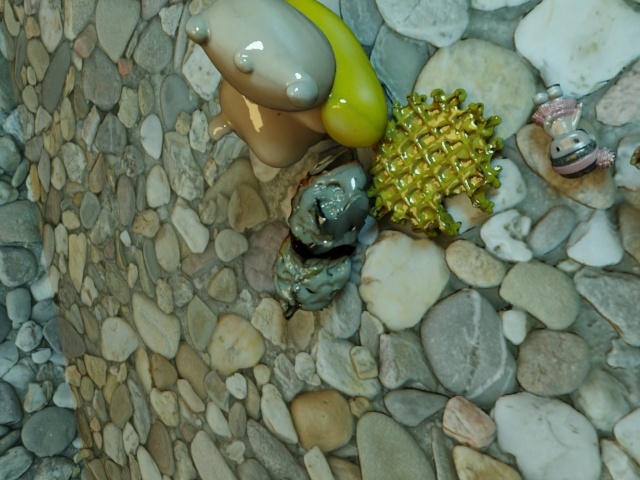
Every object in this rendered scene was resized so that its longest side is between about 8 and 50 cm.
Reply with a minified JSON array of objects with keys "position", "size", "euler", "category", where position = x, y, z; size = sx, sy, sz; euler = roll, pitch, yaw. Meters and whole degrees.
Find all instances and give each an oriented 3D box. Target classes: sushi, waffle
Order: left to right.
[{"position":[0.000,0.000,0.891],"size":[0.130,0.124,0.332],"euler":[58,142,38],"category":"sushi"},{"position":[0.171,-0.121,0.797],"size":[0.229,0.051,0.231],"euler":[15,107,39],"category":"waffle"}]

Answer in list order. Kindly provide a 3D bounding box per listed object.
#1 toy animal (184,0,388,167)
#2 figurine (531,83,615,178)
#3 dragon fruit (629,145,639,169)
[{"position":[-0.054,-0.214,0.792],"size":[0.247,0.345,0.277],"euler":[-38,91,32],"category":"toy animal"},{"position":[0.329,-0.143,0.666],"size":[0.072,0.054,0.129],"euler":[-23,76,25],"category":"figurine"},{"position":[0.458,-0.099,0.530],"size":[0.212,0.134,0.261],"euler":[5,75,54],"category":"dragon fruit"}]
